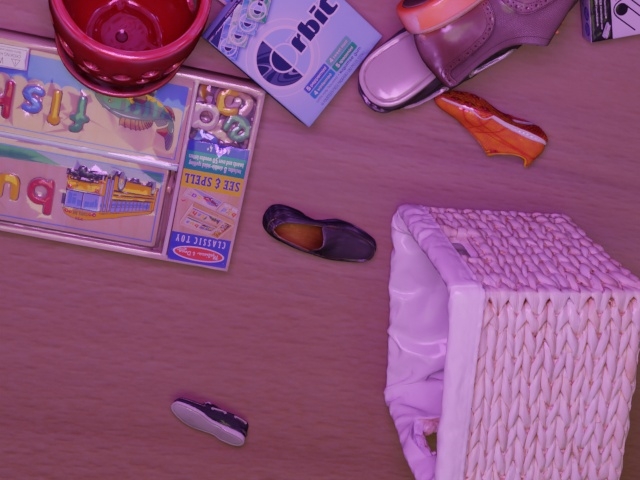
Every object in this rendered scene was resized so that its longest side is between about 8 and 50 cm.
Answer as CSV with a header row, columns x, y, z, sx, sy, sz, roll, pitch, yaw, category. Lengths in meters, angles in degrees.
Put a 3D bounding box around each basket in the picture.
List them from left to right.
x,y,z,sx,sy,sz,roll,pitch,yaw,category
0.247,0.144,1.527,0.266,0.328,0.331,-2,111,-8,basket

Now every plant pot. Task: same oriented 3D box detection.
x,y,z,sx,sy,sz,roll,pitch,yaw,category
-0.236,-0.276,1.377,0.191,0.174,0.191,3,75,-11,plant pot

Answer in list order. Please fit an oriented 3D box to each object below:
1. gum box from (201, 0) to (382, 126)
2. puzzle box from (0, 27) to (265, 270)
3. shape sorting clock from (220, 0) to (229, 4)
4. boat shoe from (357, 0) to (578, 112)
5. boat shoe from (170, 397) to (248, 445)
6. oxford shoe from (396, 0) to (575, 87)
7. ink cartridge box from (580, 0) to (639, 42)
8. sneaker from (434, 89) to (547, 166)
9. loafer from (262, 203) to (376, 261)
x,y,z,sx,sy,sz,roll,pitch,yaw,category
-0.035,-0.265,1.454,0.184,0.041,0.157,38,91,-30,gum box
-0.298,-0.121,1.520,0.408,0.052,0.272,10,110,-9,puzzle box
-0.066,-0.389,1.443,0.206,0.040,0.206,-2,111,-4,shape sorting clock
0.197,-0.278,1.492,0.335,0.095,0.112,-31,85,3,boat shoe
-0.165,0.265,1.687,0.125,0.038,0.046,27,139,-10,boat shoe
0.274,-0.323,1.398,0.363,0.130,0.133,-30,113,-1,oxford shoe
0.392,-0.375,1.484,0.097,0.046,0.207,-11,111,-2,ink cartridge box
0.230,-0.153,1.548,0.175,0.064,0.067,27,116,-11,sneaker
0.000,0.000,1.586,0.170,0.061,0.062,14,108,-11,loafer
